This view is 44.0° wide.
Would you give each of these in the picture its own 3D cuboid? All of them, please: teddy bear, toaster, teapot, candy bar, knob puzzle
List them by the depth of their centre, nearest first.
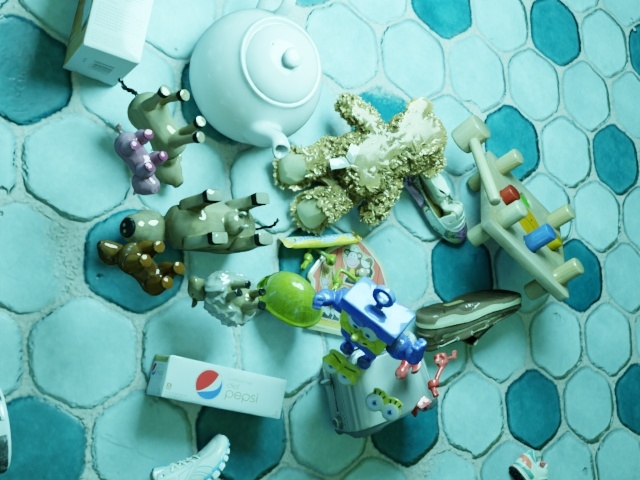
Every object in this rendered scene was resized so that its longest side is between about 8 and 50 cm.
[{"bbox_3d":[-0.089,-0.295,1.353,0.252,0.187,0.256,-43,105,-28],"label":"teapot"},{"bbox_3d":[0.111,0.254,1.438,0.227,0.129,0.146,-17,90,-25],"label":"toaster"},{"bbox_3d":[0.000,0.000,1.453,0.162,0.040,0.018,-5,113,-28],"label":"candy bar"},{"bbox_3d":[0.072,-0.144,1.475,0.338,0.113,0.245,-43,96,-13],"label":"teddy bear"},{"bbox_3d":[0.061,0.084,1.489,0.213,0.030,0.213,4,82,-31],"label":"knob puzzle"}]

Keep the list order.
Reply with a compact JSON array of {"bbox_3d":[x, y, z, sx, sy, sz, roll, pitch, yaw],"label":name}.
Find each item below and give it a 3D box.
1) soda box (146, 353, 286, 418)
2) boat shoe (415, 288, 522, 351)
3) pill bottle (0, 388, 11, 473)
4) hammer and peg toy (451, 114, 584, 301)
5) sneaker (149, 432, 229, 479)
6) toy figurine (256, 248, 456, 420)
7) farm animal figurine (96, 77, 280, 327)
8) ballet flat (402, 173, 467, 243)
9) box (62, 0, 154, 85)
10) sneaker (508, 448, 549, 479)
[{"bbox_3d":[-0.169,0.241,1.303,0.216,0.074,0.069,17,75,-29],"label":"soda box"},{"bbox_3d":[0.298,0.164,1.599,0.258,0.095,0.095,-10,103,-26],"label":"boat shoe"},{"bbox_3d":[-0.545,0.268,1.037,0.246,0.130,0.130,-6,87,-32],"label":"pill bottle"},{"bbox_3d":[0.372,-0.061,1.587,0.361,0.127,0.266,40,35,-22],"label":"hammer and peg toy"},{"bbox_3d":[-0.223,0.375,1.260,0.083,0.071,0.190,47,63,-12],"label":"sneaker"},{"bbox_3d":[0.076,0.103,1.300,0.362,0.217,0.191,40,61,14],"label":"toy figurine"},{"bbox_3d":[-0.225,-0.050,1.264,0.327,0.172,0.330,24,64,-40],"label":"farm animal figurine"},{"bbox_3d":[0.239,-0.080,1.589,0.221,0.079,0.077,51,63,-17],"label":"ballet flat"},{"bbox_3d":[-0.329,-0.351,1.246,0.091,0.130,0.170,16,75,-28],"label":"box"},{"bbox_3d":[0.466,0.510,1.668,0.075,0.057,0.161,-43,103,-22],"label":"sneaker"}]
